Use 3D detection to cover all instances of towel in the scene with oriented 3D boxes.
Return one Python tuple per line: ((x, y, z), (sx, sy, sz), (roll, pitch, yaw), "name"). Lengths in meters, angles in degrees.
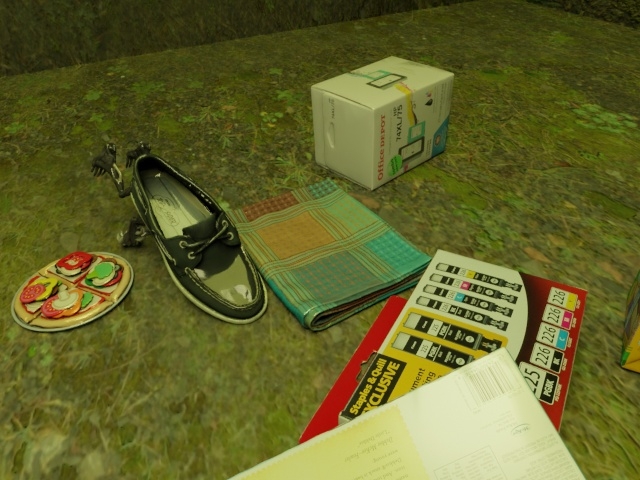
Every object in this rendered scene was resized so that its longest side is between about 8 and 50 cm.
((0.000, 0.000, 0.915), (0.271, 0.040, 0.370), (-21, 40, -23), "towel")

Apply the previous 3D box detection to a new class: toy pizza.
((-0.431, 0.077, 0.852), (0.201, 0.032, 0.201), (-2, 37, 2), "toy pizza")

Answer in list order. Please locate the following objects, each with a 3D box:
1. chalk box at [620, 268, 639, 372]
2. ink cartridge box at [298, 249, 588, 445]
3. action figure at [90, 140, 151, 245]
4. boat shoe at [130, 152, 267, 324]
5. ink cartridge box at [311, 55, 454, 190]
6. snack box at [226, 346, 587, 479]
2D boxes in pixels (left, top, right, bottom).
((0.517, 0.085, 0.683), (0.132, 0.132, 0.213), (17, 42, 24), "chalk box")
((0.153, 0.162, 0.613), (0.271, 0.130, 0.309), (16, 42, 25), "ink cartridge box")
((-0.320, -0.066, 0.954), (0.164, 0.141, 0.276), (-26, 68, -39), "action figure")
((-0.203, -0.015, 0.800), (0.127, 0.113, 0.340), (-27, 68, -25), "boat shoe")
((0.142, -0.281, 1.144), (0.270, 0.198, 0.197), (-31, 45, -30), "ink cartridge box")
((0.062, 0.249, 0.419), (0.321, 0.060, 0.187), (-28, 59, 6), "snack box")
